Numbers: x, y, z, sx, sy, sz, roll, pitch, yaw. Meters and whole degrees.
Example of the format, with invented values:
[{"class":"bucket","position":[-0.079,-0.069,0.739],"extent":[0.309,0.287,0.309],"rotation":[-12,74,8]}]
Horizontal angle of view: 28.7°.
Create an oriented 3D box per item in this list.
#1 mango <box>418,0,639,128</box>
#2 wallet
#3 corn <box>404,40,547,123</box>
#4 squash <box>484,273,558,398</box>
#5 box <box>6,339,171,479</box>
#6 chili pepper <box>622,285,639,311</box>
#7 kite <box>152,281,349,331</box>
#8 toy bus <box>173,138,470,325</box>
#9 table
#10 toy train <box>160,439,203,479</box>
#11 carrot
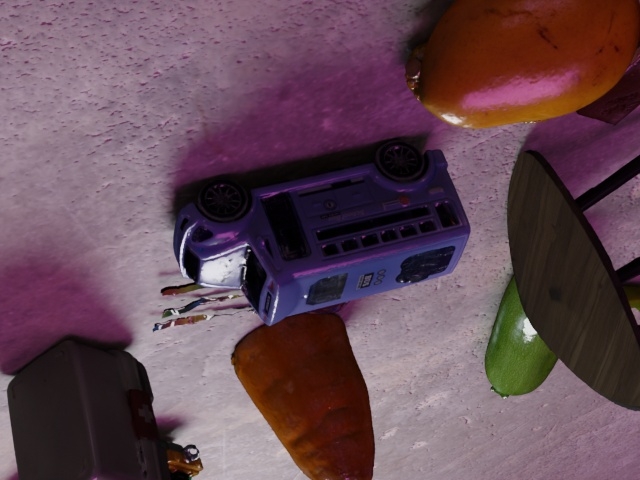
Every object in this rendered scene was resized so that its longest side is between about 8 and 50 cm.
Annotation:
[{"class":"mango","position":[0.183,-0.173,1.117],"extent":[0.219,0.145,0.112],"rotation":[-25,-170,-13]},{"class":"wallet","position":[0.355,-0.187,1.343],"extent":[0.095,0.026,0.176],"rotation":[6,142,-44]},{"class":"corn","position":[0.162,-0.152,1.224],"extent":[0.207,0.068,0.068],"rotation":[6,141,-41]},{"class":"squash","position":[0.296,0.136,1.783],"extent":[0.107,0.107,0.395],"rotation":[-16,152,-12]},{"class":"box","position":[-0.268,0.228,1.437],"extent":[0.148,0.210,0.129],"rotation":[-36,142,21]},{"class":"chili pepper","position":[0.467,0.095,1.892],"extent":[0.201,0.050,0.052],"rotation":[7,157,-38]},{"class":"kite","position":[-0.067,0.059,1.489],"extent":[0.285,0.015,0.152],"rotation":[-9,147,-28]},{"class":"toy bus","position":[0.000,0.000,1.302],"extent":[0.292,0.133,0.125],"rotation":[-13,151,-16]},{"class":"table","position":[0.403,0.026,1.463],"extent":[0.249,0.317,0.317],"rotation":[-23,153,-11]},{"class":"toy train","position":[-0.256,0.362,1.752],"extent":[0.227,0.136,0.091],"rotation":[-28,152,16]},{"class":"carrot","position":[-0.007,0.224,1.606],"extent":[0.159,0.225,0.159],"rotation":[-18,157,-8]}]
